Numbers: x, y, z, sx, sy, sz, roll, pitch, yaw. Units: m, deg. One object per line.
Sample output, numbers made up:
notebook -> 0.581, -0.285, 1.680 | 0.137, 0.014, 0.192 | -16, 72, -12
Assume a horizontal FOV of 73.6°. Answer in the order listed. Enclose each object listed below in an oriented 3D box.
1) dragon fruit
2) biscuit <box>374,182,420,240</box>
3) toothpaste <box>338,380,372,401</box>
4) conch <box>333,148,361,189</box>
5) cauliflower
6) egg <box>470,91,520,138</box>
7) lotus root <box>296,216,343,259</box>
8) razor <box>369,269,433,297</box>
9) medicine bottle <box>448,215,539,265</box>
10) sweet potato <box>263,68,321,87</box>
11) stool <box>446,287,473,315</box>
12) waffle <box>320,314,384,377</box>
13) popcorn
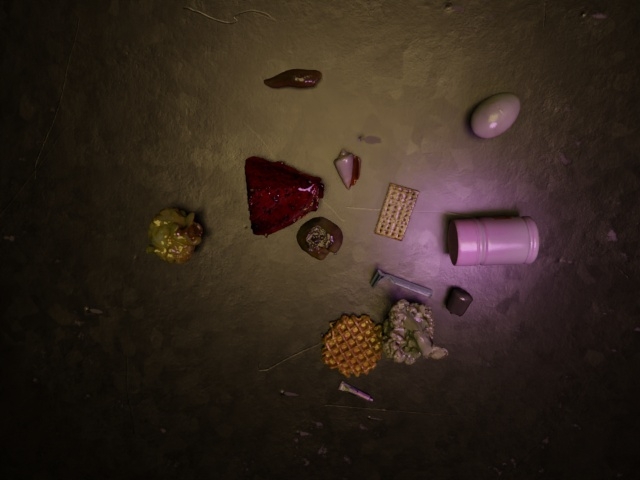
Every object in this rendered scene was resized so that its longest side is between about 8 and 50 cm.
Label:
dragon fruit -> -0.163, -0.200, 1.848 | 0.328, 0.228, 0.286 | -11, 134, -14
biscuit -> 0.332, -0.120, 1.863 | 0.138, 0.016, 0.232 | 16, 102, 1
toothpaste -> 0.170, 0.726, 2.042 | 0.169, 0.028, 0.045 | 25, 96, 2
conch -> 0.118, -0.302, 1.803 | 0.104, 0.094, 0.176 | -30, 106, -31
cauliflower -> 0.380, 0.408, 1.834 | 0.260, 0.281, 0.327 | -22, 109, 11
egg -> 0.692, -0.498, 1.694 | 0.209, 0.151, 0.151 | -42, 96, 7
lotus root -> -0.004, -0.002, 1.880 | 0.203, 0.078, 0.183 | 29, 103, -4
razor -> 0.369, 0.196, 1.911 | 0.277, 0.056, 0.111 | 15, 139, -6
medicine bottle -> 0.705, 0.003, 1.769 | 0.315, 0.202, 0.202 | -1, 101, 4
sweet potato -> -0.116, -0.661, 1.753 | 0.243, 0.077, 0.077 | -3, 101, 3
stool -> 0.610, 0.272, 1.888 | 0.096, 0.096, 0.110 | 22, 108, -1
waffle -> 0.149, 0.484, 1.977 | 0.328, 0.062, 0.330 | 1, 102, 4
popcorn -> -0.642, -0.017, 1.863 | 0.254, 0.195, 0.256 | -21, 81, 2
